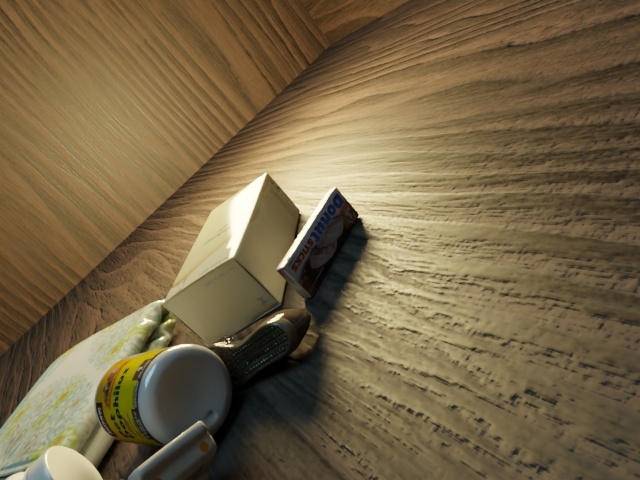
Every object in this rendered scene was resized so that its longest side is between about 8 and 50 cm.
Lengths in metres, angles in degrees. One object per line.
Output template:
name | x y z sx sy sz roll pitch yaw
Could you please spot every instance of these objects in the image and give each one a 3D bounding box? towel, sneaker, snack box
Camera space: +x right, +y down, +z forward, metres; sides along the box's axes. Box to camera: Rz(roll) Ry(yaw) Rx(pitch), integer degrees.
towel | -0.435 0.293 0.885 0.320 0.090 0.374 -25 27 27
sneaker | -0.086 0.143 0.654 0.188 0.066 0.071 -28 1 34
snack box | 0.000 0.000 0.749 0.022 0.064 0.178 -18 31 47

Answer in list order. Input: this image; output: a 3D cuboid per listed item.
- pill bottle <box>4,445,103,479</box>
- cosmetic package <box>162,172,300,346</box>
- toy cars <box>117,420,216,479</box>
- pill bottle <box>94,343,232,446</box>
pill bottle | -0.380 0.367 0.610 0.208 0.119 0.119 -45 23 -9
cosmetic package | -0.141 0.019 0.881 0.160 0.113 0.309 -32 23 20
toy cars | -0.238 0.333 0.485 0.394 0.087 0.176 -40 -11 -4
pill bottle | -0.216 0.203 0.646 0.215 0.117 0.117 -22 29 46
